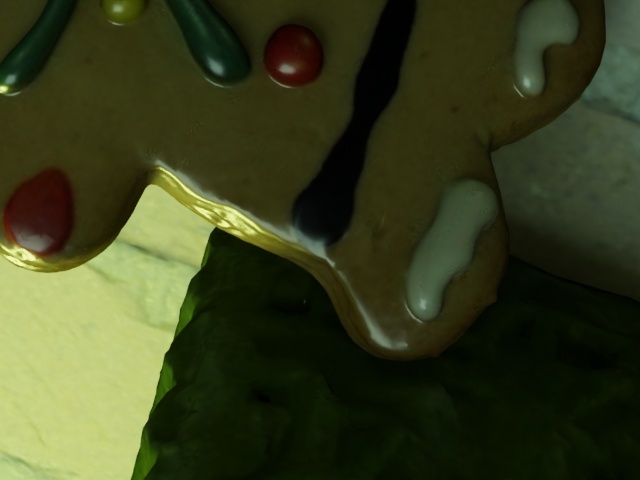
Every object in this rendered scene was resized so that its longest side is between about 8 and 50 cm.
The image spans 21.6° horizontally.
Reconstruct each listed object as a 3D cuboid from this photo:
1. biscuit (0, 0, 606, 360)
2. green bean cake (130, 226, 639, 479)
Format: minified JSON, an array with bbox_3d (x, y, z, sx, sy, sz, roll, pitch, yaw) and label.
[{"bbox_3d":[-0.054,-0.075,0.618,0.301,0.197,0.049,22,162,0],"label":"biscuit"},{"bbox_3d":[0.049,0.114,0.667,0.249,0.247,0.156,15,124,-2],"label":"green bean cake"}]
